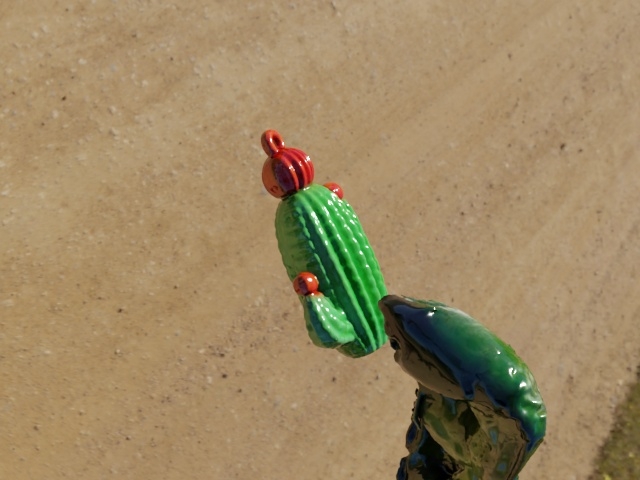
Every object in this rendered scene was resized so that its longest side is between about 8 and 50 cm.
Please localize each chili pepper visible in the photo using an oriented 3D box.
[{"bbox_3d":[0.119,0.165,0.563,0.116,0.148,0.265,-25,133,-33],"label":"chili pepper"}]

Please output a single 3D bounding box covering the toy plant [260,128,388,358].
[{"bbox_3d":[0.008,0.006,0.697,0.154,0.088,0.240,8,64,-58],"label":"toy plant"}]
